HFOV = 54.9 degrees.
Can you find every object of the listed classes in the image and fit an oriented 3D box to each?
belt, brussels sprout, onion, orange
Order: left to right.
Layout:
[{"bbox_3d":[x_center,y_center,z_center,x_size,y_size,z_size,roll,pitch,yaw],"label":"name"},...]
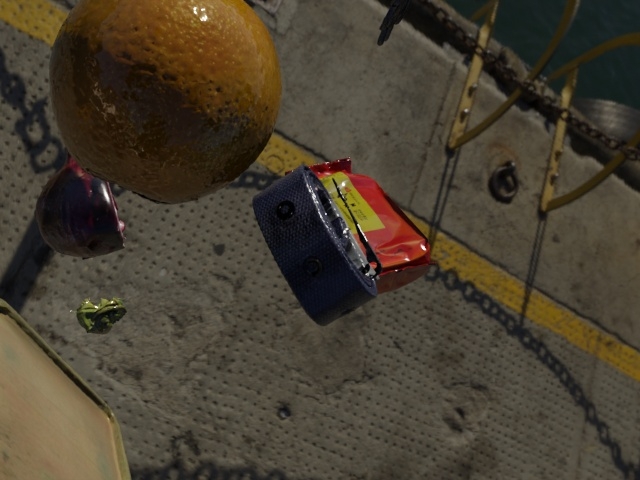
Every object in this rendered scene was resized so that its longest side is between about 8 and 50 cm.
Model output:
[{"bbox_3d":[-0.427,-0.076,1.087,0.140,0.195,0.218,-11,107,-8],"label":"onion"},{"bbox_3d":[-0.371,0.129,1.053,0.085,0.085,0.058,-15,57,-30],"label":"brussels sprout"},{"bbox_3d":[-0.179,-0.179,0.735,0.274,0.274,0.274,7,76,-26],"label":"orange"},{"bbox_3d":[0.000,0.000,0.909,0.230,0.126,0.140,62,14,18],"label":"belt"}]

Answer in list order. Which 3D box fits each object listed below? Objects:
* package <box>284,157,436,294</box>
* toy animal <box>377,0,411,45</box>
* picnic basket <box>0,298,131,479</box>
[{"bbox_3d":[0.067,-0.032,1.326,0.196,0.423,0.123,-15,129,-17],"label":"package"},{"bbox_3d":[0.104,-0.174,0.295,0.062,0.220,0.108,33,27,-28],"label":"toy animal"},{"bbox_3d":[-0.218,0.172,0.392,0.139,0.267,0.165,-36,119,-10],"label":"picnic basket"}]
